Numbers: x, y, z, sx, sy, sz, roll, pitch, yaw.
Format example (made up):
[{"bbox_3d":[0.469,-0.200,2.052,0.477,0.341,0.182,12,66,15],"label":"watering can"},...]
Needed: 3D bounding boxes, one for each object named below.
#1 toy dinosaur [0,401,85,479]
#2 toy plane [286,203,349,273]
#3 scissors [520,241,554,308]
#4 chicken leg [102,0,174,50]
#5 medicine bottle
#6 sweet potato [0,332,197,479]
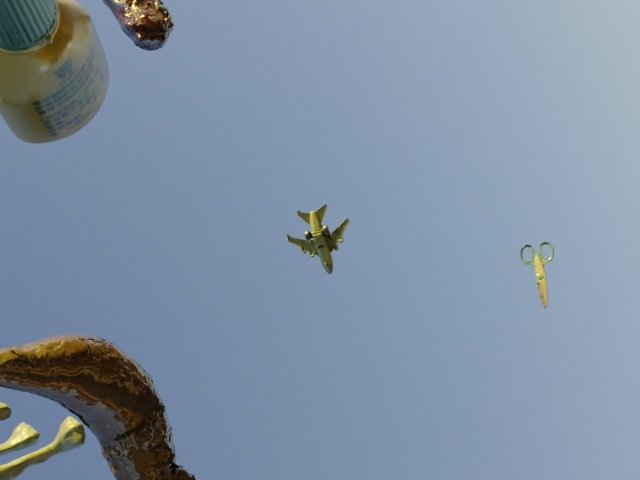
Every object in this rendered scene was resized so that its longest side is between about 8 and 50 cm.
[{"bbox_3d":[-0.367,0.251,1.041,0.206,0.392,0.092,-21,-119,-41],"label":"toy dinosaur"},{"bbox_3d":[0.000,0.000,1.557,0.040,0.102,0.111,1,-106,-79],"label":"toy plane"},{"bbox_3d":[0.379,0.060,1.705,0.014,0.058,0.119,54,-150,-65],"label":"scissors"},{"bbox_3d":[-0.267,-0.336,1.426,0.105,0.063,0.233,6,-141,-42],"label":"chicken leg"},{"bbox_3d":[-0.200,-0.141,0.676,0.064,0.095,0.260,43,168,6],"label":"medicine bottle"},{"bbox_3d":[-0.213,0.179,1.021,0.310,0.098,0.124,51,-159,-28],"label":"sweet potato"}]
